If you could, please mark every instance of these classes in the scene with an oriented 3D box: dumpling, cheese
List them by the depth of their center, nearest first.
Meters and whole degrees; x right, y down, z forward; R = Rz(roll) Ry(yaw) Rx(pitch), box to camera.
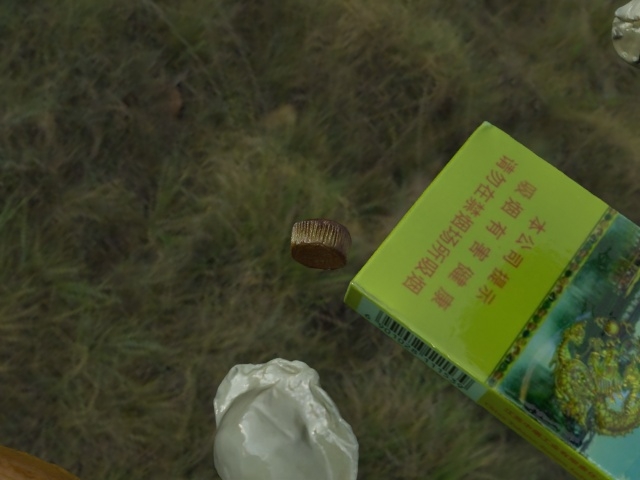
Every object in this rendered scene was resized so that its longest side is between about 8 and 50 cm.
[{"bbox_3d":[0.352,-0.220,0.966,0.048,0.171,0.092,57,-2,37],"label":"cheese"},{"bbox_3d":[-0.037,0.269,1.319,0.147,0.193,0.258,9,60,-63],"label":"dumpling"}]

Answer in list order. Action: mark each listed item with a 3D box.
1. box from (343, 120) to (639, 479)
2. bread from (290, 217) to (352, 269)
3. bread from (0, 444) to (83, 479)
[{"bbox_3d":[0.204,0.074,0.762,0.335,0.047,0.187,37,65,8],"label":"box"},{"bbox_3d":[0.000,0.000,1.383,0.085,0.085,0.053,27,57,-30],"label":"bread"},{"bbox_3d":[-0.287,0.305,0.893,0.388,0.183,0.236,21,57,-10],"label":"bread"}]
